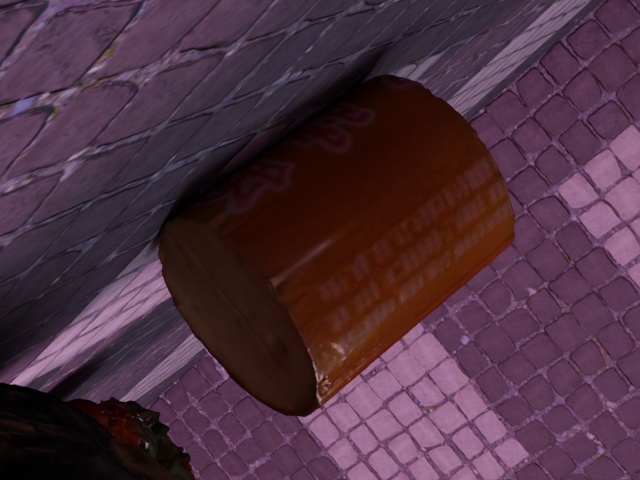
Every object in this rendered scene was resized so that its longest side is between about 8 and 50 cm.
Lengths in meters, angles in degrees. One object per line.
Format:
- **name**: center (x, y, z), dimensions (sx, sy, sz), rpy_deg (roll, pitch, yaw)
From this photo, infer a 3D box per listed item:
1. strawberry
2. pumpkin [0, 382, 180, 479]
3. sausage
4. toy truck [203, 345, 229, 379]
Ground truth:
- **strawberry**: center (-0.359, 0.359, 1.646), dimensions (0.351, 0.312, 0.267), rpy_deg (-28, -135, 19)
- **pumpkin**: center (-0.238, 0.326, 0.988), dimensions (0.344, 0.454, 0.454), rpy_deg (-55, 179, -11)
- **sausage**: center (0.017, -0.001, 1.161), dimensions (0.287, 0.233, 0.233), rpy_deg (-36, 175, -29)
- **toy truck**: center (0.000, 0.000, 1.372), dimensions (0.367, 0.175, 0.146), rpy_deg (-39, 175, -22)
